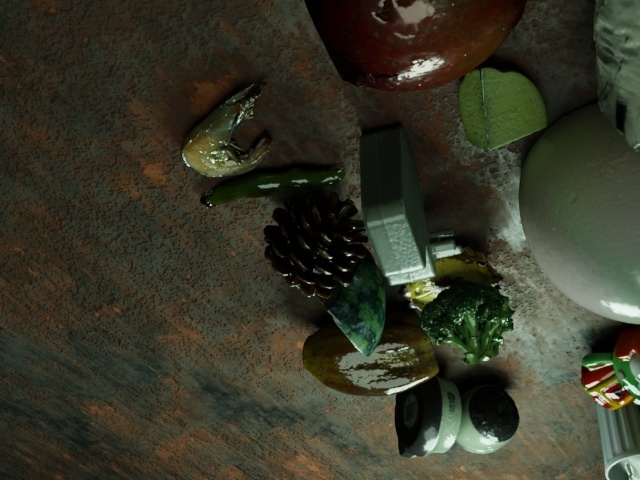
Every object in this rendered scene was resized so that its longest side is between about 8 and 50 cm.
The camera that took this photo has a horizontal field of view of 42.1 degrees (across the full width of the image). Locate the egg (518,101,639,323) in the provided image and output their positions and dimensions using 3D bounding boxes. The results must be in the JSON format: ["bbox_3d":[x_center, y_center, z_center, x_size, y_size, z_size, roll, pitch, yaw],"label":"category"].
[{"bbox_3d":[0.520,-0.013,1.384,0.355,0.339,0.354,2,135,2],"label":"egg"}]

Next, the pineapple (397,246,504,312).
[{"bbox_3d":[0.260,0.074,1.682,0.225,0.076,0.224,0,139,0],"label":"pineapple"}]

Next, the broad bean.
[{"bbox_3d":[-0.096,-0.104,1.547,0.298,0.043,0.060,-8,146,14],"label":"broad bean"}]

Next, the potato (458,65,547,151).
[{"bbox_3d":[0.299,-0.238,1.374,0.120,0.081,0.149,-22,120,-16],"label":"potato"}]

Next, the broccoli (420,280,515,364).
[{"bbox_3d":[0.289,0.159,1.618,0.196,0.156,0.195,-20,171,-3],"label":"broccoli"}]

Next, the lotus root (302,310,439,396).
[{"bbox_3d":[0.108,0.245,1.821,0.291,0.193,0.193,-8,135,9],"label":"lotus root"}]

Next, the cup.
[{"bbox_3d":[0.765,0.451,1.951,0.221,0.202,0.167,-22,131,24],"label":"cup"}]

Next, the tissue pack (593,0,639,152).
[{"bbox_3d":[0.559,-0.339,1.152,0.376,0.195,0.390,-25,133,0],"label":"tissue pack"}]

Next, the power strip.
[{"bbox_3d":[0.159,-0.040,1.458,0.141,0.229,0.261,-11,134,14],"label":"power strip"}]

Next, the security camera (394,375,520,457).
[{"bbox_3d":[0.334,0.422,1.972,0.277,0.196,0.191,11,146,-17],"label":"security camera"}]

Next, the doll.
[{"bbox_3d":[0.718,0.258,1.766,0.183,0.160,0.363,40,148,-7],"label":"doll"}]

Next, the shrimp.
[{"bbox_3d":[-0.147,-0.189,1.462,0.144,0.052,0.251,19,143,-29],"label":"shrimp"}]

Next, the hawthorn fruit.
[{"bbox_3d":[0.119,-0.341,1.111,0.316,0.315,0.315,2,137,2],"label":"hawthorn fruit"}]

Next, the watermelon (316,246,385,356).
[{"bbox_3d":[0.072,0.131,1.699,0.136,0.202,0.207,-23,118,-3],"label":"watermelon"}]

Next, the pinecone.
[{"bbox_3d":[0.000,0.000,1.540,0.208,0.207,0.207,2,137,2],"label":"pinecone"}]
